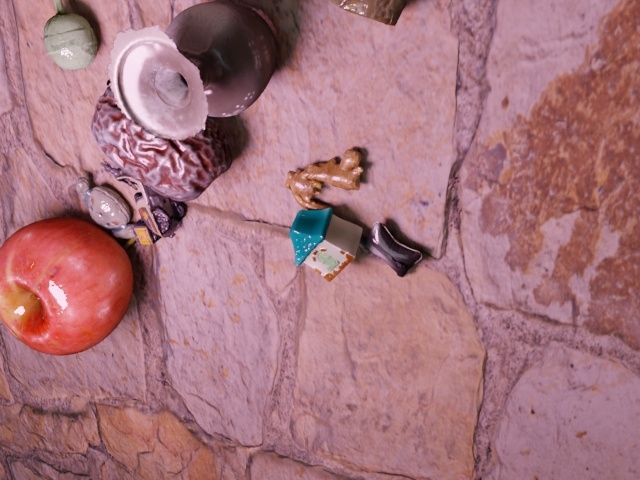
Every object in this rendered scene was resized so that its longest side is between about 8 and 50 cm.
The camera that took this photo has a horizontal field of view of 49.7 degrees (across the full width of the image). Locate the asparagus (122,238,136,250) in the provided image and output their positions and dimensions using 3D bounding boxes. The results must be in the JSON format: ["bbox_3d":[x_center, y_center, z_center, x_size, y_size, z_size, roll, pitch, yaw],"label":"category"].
[{"bbox_3d":[-0.507,-0.003,1.873,0.108,0.021,0.025,-35,100,36],"label":"asparagus"}]

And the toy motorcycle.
[{"bbox_3d":[-0.439,-0.116,1.731,0.157,0.091,0.263,-3,117,30],"label":"toy motorcycle"}]

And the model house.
[{"bbox_3d":[0.000,0.000,1.563,0.149,0.100,0.127,31,135,-11],"label":"model house"}]

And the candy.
[{"bbox_3d":[-0.601,-0.596,1.521,0.119,0.119,0.440,-4,110,27],"label":"candy"}]

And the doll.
[{"bbox_3d":[-0.560,-0.082,1.820,0.214,0.071,0.103,45,134,-12],"label":"doll"}]

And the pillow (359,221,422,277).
[{"bbox_3d":[0.158,0.022,1.558,0.136,0.055,0.091,39,159,3],"label":"pillow"}]

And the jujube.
[{"bbox_3d":[-0.357,-0.225,1.545,0.317,0.226,0.226,37,128,-4],"label":"jujube"}]

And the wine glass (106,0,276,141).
[{"bbox_3d":[-0.227,-0.343,1.347,0.238,0.323,0.238,10,123,17],"label":"wine glass"}]

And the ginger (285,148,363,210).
[{"bbox_3d":[0.004,-0.129,1.537,0.176,0.052,0.193,16,126,9],"label":"ginger"}]

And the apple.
[{"bbox_3d":[-0.672,0.113,1.835,0.364,0.364,0.364,12,123,19],"label":"apple"}]

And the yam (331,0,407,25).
[{"bbox_3d":[0.110,-0.506,1.196,0.161,0.161,0.268,32,125,5],"label":"yam"}]
